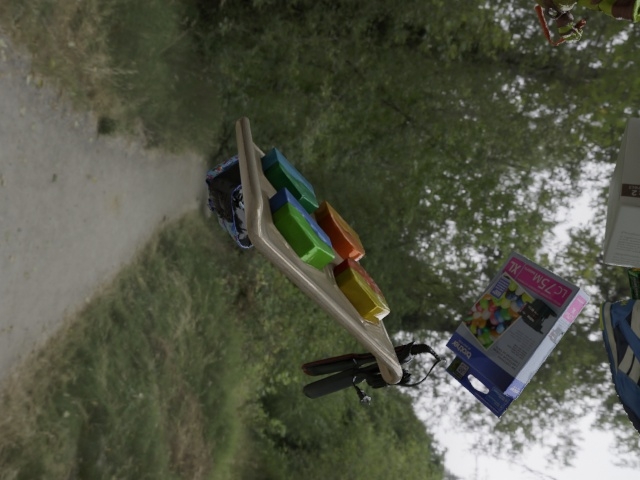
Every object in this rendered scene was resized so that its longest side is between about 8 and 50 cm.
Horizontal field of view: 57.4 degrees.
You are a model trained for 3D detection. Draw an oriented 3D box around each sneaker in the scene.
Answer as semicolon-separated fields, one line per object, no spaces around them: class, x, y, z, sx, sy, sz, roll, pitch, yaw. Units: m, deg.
sneaker;0.318;0.122;0.573;0.059;0.053;0.144;-18;-119;32

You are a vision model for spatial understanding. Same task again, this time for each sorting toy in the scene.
sorting toy;0.000;0.000;0.507;0.038;0.208;0.193;-34;-149;10

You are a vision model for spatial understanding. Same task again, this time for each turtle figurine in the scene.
turtle figurine;0.361;-0.388;0.863;0.087;0.270;0.217;-41;-144;-11

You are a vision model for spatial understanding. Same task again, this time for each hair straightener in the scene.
hair straightener;0.080;0.213;0.897;0.047;0.230;0.089;63;20;-46

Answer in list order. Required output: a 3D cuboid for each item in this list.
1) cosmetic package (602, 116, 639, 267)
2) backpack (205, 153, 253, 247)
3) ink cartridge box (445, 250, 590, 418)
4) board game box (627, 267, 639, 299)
cosmetic package;0.506;-0.060;0.848;0.184;0.151;0.152;61;42;-58
backpack;-0.159;-0.080;1.252;0.158;0.116;0.173;-43;144;-37
ink cartridge box;0.394;0.193;1.235;0.311;0.065;0.186;-57;-143;6
board game box;0.631;0.053;0.969;0.136;0.259;0.030;68;-9;-20
